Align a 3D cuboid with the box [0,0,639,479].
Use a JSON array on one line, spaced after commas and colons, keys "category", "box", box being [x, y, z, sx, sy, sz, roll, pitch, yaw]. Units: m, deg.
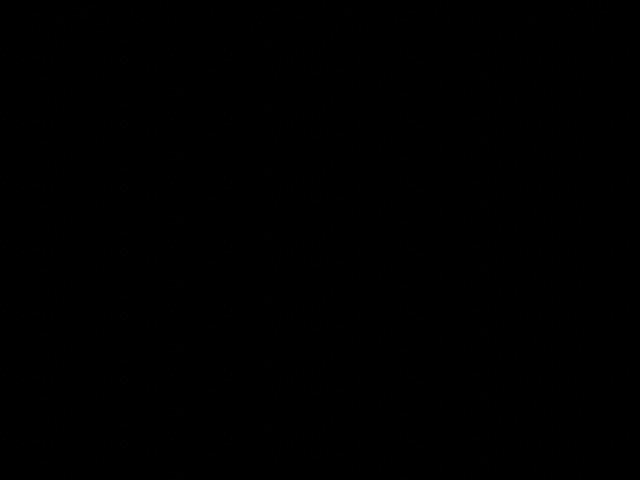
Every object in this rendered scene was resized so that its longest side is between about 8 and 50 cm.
[{"category": "box", "box": [-0.040, 0.058, 0.049, 0.480, 0.297, 0.472, 14, 177, -38]}]
